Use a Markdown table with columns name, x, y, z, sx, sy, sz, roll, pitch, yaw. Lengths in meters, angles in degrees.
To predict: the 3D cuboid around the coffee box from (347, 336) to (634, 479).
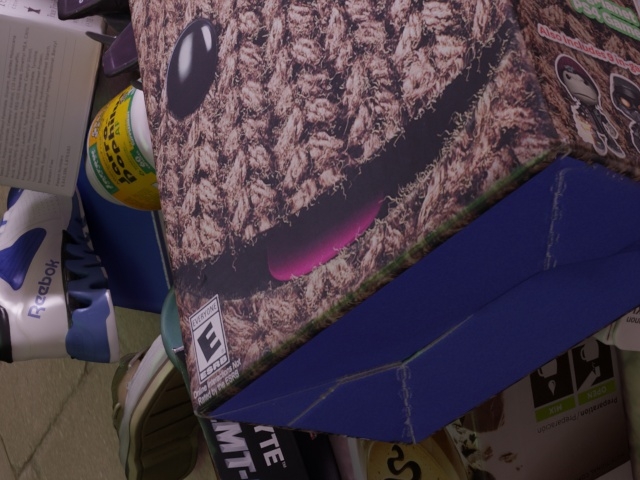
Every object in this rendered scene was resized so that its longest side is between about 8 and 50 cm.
| name | x | y | z | sx | sy | sz | roll | pitch | yaw |
| --- | --- | --- | --- | --- | --- | --- | --- | --- | --- |
| coffee box | 0.111 | 0.161 | 0.872 | 0.168 | 0.118 | 0.297 | 8 | 111 | 60 |

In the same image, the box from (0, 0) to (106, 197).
| name | x | y | z | sx | sy | sz | roll | pitch | yaw |
| --- | --- | --- | --- | --- | --- | --- | --- | --- | --- |
| box | -0.283 | -0.169 | 1.320 | 0.181 | 0.119 | 0.182 | -98 | 21 | -60 |

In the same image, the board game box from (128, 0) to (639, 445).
| name | x | y | z | sx | sy | sz | roll | pitch | yaw |
| --- | --- | --- | --- | --- | --- | --- | --- | --- | --- |
| board game box | 0.038 | -0.084 | 0.636 | 0.232 | 0.141 | 0.291 | -39 | 51 | 37 |

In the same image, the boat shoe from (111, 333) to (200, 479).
| name | x | y | z | sx | sy | sz | roll | pitch | yaw |
| --- | --- | --- | --- | --- | --- | --- | --- | --- | --- |
| boat shoe | -0.175 | 0.164 | 1.406 | 0.103 | 0.113 | 0.302 | 58 | 146 | 26 |

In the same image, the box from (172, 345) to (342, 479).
| name | x | y | z | sx | sy | sz | roll | pitch | yaw |
| --- | --- | --- | --- | --- | --- | --- | --- | --- | --- |
| box | -0.019 | 0.213 | 1.056 | 0.295 | 0.073 | 0.293 | 52 | -162 | -84 |

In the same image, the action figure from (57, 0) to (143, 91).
| name | x | y | z | sx | sy | sz | roll | pitch | yaw |
| --- | --- | --- | --- | --- | --- | --- | --- | --- | --- |
| action figure | -0.040 | -0.097 | 0.905 | 0.099 | 0.285 | 0.185 | -37 | 51 | 19 |

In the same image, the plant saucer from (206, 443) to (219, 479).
| name | x | y | z | sx | sy | sz | roll | pitch | yaw |
| --- | --- | --- | --- | --- | --- | --- | --- | --- | --- |
| plant saucer | -0.075 | 0.245 | 1.284 | 0.200 | 0.037 | 0.200 | 163 | 90 | -81 |

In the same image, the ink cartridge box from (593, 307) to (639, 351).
| name | x | y | z | sx | sy | sz | roll | pitch | yaw |
| --- | --- | --- | --- | --- | --- | --- | --- | --- | --- |
| ink cartridge box | 0.146 | -0.008 | 0.700 | 0.175 | 0.127 | 0.072 | 34 | 110 | 50 |

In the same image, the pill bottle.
| name | x | y | z | sx | sy | sz | roll | pitch | yaw |
| --- | --- | --- | --- | --- | --- | --- | --- | --- | --- |
| pill bottle | -0.148 | -0.091 | 1.215 | 0.208 | 0.117 | 0.118 | -16 | 90 | 63 |

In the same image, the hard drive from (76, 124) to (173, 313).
| name | x | y | z | sx | sy | sz | roll | pitch | yaw |
| --- | --- | --- | --- | --- | --- | --- | --- | --- | --- |
| hard drive | -0.228 | -0.028 | 1.477 | 0.318 | 0.040 | 0.210 | 2 | 105 | 61 |

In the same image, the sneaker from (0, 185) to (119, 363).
| name | x | y | z | sx | sy | sz | roll | pitch | yaw |
| --- | --- | --- | --- | --- | --- | --- | --- | --- | --- |
| sneaker | -0.343 | 0.032 | 1.452 | 0.315 | 0.182 | 0.128 | -124 | 32 | -51 |

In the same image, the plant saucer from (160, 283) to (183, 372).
| name | x | y | z | sx | sy | sz | roll | pitch | yaw |
| --- | --- | --- | --- | --- | --- | --- | --- | --- | --- |
| plant saucer | -0.106 | 0.076 | 1.251 | 0.119 | 0.021 | 0.119 | -4 | 81 | 25 |
